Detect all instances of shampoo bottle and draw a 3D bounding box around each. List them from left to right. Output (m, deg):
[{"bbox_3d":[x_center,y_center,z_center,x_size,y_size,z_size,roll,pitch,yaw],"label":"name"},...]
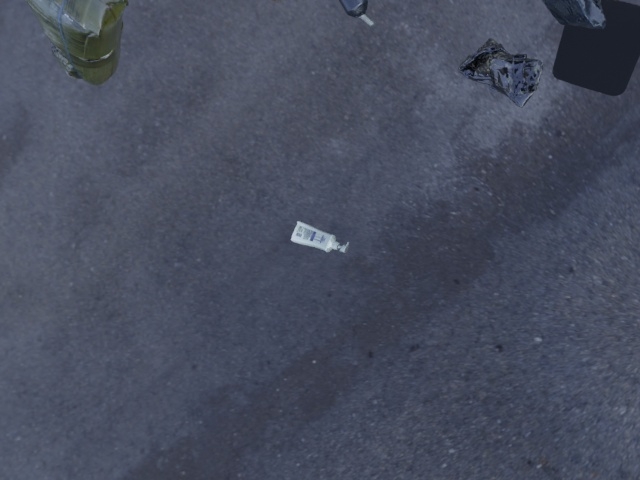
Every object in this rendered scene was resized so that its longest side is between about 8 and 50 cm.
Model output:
[{"bbox_3d":[0.000,0.000,1.564,0.141,0.034,0.049,20,83,28],"label":"shampoo bottle"}]

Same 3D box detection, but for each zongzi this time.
[{"bbox_3d":[-0.510,-0.442,1.344,0.274,0.251,0.125,34,62,-4],"label":"zongzi"}]

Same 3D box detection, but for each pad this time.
[{"bbox_3d":[0.645,-0.448,1.608,0.181,0.267,0.004,22,62,17],"label":"pad"}]

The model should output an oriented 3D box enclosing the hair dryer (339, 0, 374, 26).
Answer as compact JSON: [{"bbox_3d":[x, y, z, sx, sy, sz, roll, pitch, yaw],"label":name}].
[{"bbox_3d":[0.012,-0.365,0.874,0.071,0.124,0.219,-30,92,42],"label":"hair dryer"}]

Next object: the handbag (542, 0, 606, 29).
[{"bbox_3d":[0.381,-0.457,1.166,0.089,0.175,0.270,-42,90,25],"label":"handbag"}]

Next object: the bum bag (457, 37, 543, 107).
[{"bbox_3d":[0.408,-0.383,1.562,0.102,0.069,0.248,-41,44,1],"label":"bum bag"}]
